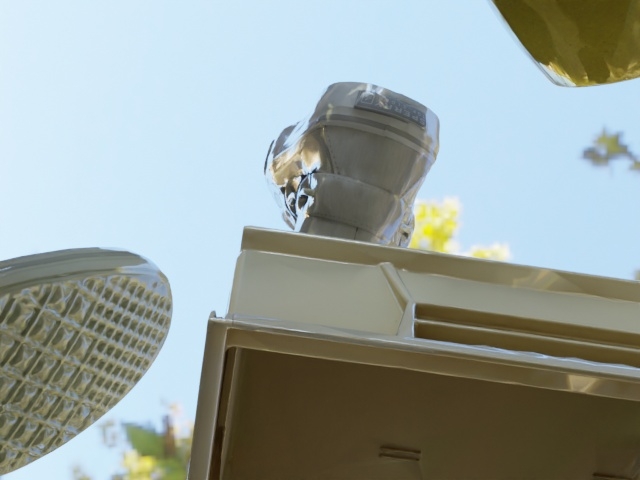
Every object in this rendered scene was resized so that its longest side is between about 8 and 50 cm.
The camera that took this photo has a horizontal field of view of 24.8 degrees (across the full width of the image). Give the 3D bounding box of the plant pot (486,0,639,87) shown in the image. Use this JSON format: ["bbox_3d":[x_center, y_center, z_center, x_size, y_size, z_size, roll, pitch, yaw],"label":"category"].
[{"bbox_3d":[0.138,-0.129,0.712,0.134,0.134,0.095,10,-61,57],"label":"plant pot"}]

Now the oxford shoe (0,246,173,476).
[{"bbox_3d":[-0.290,0.092,0.934,0.130,0.449,0.169,33,-49,38],"label":"oxford shoe"}]

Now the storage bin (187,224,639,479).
[{"bbox_3d":[0.070,0.150,0.573,0.123,0.260,0.262,-93,-168,-73],"label":"storage bin"}]

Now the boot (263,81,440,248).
[{"bbox_3d":[0.000,0.000,0.851,0.258,0.095,0.123,116,-8,-78],"label":"boot"}]
